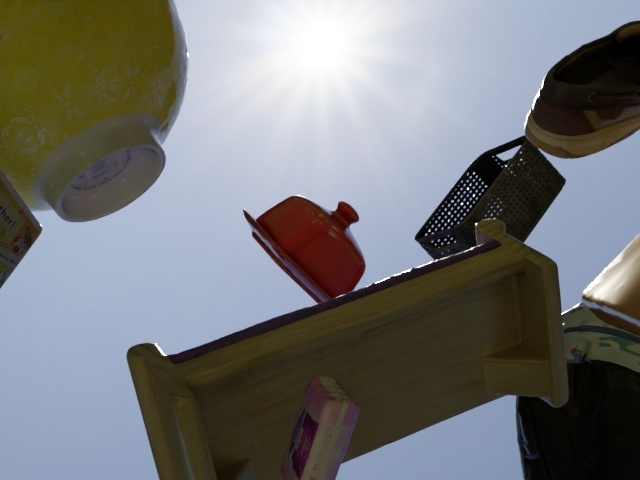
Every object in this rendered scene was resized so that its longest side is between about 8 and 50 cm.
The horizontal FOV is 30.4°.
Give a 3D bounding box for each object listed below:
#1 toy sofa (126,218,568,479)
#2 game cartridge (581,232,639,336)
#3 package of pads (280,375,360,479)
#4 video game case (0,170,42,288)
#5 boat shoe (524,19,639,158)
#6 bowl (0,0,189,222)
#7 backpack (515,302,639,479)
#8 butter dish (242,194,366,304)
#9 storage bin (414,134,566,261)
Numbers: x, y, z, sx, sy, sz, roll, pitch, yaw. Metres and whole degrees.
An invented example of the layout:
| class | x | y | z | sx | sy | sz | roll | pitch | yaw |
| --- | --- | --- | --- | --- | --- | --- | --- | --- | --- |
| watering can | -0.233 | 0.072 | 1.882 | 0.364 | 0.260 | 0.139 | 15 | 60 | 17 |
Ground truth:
| class | x | y | z | sx | sy | sz | roll | pitch | yaw |
| --- | --- | --- | --- | --- | --- | --- | --- | --- | --- |
| toy sofa | 0.022 | 0.106 | 1.032 | 0.363 | 0.150 | 0.177 | -19 | -154 | -18 |
| game cartridge | 0.379 | -0.019 | 1.028 | 0.285 | 0.053 | 0.323 | -47 | -174 | 1 |
| package of pads | -0.001 | 0.148 | 0.879 | 0.050 | 0.032 | 0.083 | -135 | -119 | -67 |
| video game case | -0.332 | -0.002 | 0.927 | 0.026 | 0.227 | 0.206 | 13 | -122 | 30 |
| boat shoe | 0.328 | -0.177 | 1.200 | 0.285 | 0.092 | 0.103 | -27 | -124 | -24 |
| bowl | -0.231 | -0.112 | 1.105 | 0.289 | 0.289 | 0.156 | -36 | -109 | 4 |
| backpack | 0.387 | 0.248 | 1.527 | 0.290 | 0.355 | 0.273 | 2 | -134 | 38 |
| butter dish | 0.000 | 0.000 | 1.492 | 0.118 | 0.160 | 0.160 | -46 | -151 | -1 |
| storage bin | 0.223 | -0.040 | 1.546 | 0.180 | 0.084 | 0.122 | -49 | -167 | -27 |
